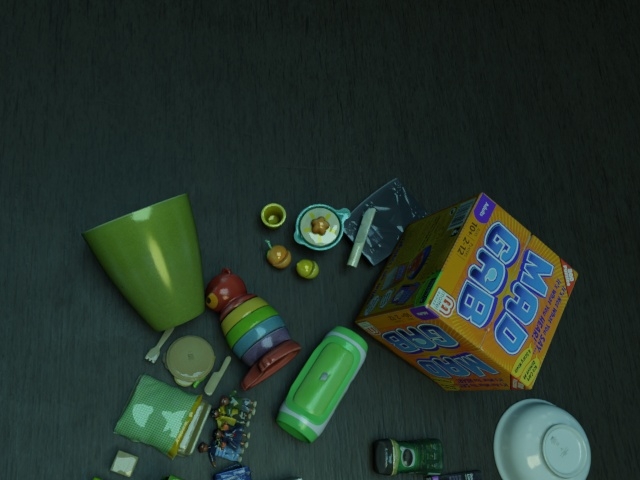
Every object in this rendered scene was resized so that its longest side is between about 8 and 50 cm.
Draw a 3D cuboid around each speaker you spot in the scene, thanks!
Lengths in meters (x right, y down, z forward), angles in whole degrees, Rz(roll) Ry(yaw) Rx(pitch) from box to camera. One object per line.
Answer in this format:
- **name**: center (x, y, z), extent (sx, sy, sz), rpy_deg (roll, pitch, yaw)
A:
- **speaker**: center (0.007, 0.374, 1.761), extent (0.131, 0.131, 0.296), rpy_deg (36, 66, -3)

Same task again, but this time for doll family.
- **doll family**: center (-0.236, 0.471, 1.682), extent (0.111, 0.076, 0.193), rpy_deg (15, 71, -17)

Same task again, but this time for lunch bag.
- **lunch bag**: center (-0.213, 0.587, 1.652), extent (0.098, 0.067, 0.065), rpy_deg (-10, 76, -21)

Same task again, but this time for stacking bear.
- **stacking bear**: center (-0.194, 0.209, 1.740), extent (0.164, 0.175, 0.289), rpy_deg (-23, 70, -45)

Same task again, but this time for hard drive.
- **hard drive**: center (0.186, -0.052, 1.997), extent (0.255, 0.054, 0.172), rpy_deg (-40, 88, -24)

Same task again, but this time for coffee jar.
- **coffee jar**: center (0.231, 0.576, 1.789), extent (0.184, 0.079, 0.096), rpy_deg (6, 74, -17)

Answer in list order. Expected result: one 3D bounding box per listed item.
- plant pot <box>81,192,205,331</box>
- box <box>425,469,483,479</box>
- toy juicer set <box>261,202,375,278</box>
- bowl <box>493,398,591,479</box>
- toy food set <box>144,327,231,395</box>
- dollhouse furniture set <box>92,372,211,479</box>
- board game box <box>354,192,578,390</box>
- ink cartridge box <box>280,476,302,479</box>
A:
- **plant pot**: center (-0.406, 0.067, 1.678), extent (0.275, 0.275, 0.293), rpy_deg (-24, 97, -23)
- **box**: center (0.371, 0.692, 1.823), extent (0.162, 0.029, 0.116), rpy_deg (-1, 73, -19)
- **toy juicer set**: center (0.000, 0.000, 1.869), extent (0.329, 0.089, 0.209), rpy_deg (0, 74, -4)
- **bowl**: center (0.649, 0.591, 1.887), extent (0.298, 0.134, 0.298), rpy_deg (6, 71, -16)
- **toy food set**: center (-0.338, 0.308, 1.727), extent (0.192, 0.038, 0.132), rpy_deg (31, 59, 0)
- **dollhouse furniture set**: center (-0.393, 0.477, 1.585), extent (0.197, 0.151, 0.301), rpy_deg (24, 67, -9)
- **board game box**: center (0.383, 0.154, 1.799), extent (0.356, 0.356, 0.356), rpy_deg (38, 65, -13)
- **ink cartridge box**: center (-0.127, 0.673, 1.644), extent (0.191, 0.082, 0.139), rpy_deg (-10, 76, -19)
